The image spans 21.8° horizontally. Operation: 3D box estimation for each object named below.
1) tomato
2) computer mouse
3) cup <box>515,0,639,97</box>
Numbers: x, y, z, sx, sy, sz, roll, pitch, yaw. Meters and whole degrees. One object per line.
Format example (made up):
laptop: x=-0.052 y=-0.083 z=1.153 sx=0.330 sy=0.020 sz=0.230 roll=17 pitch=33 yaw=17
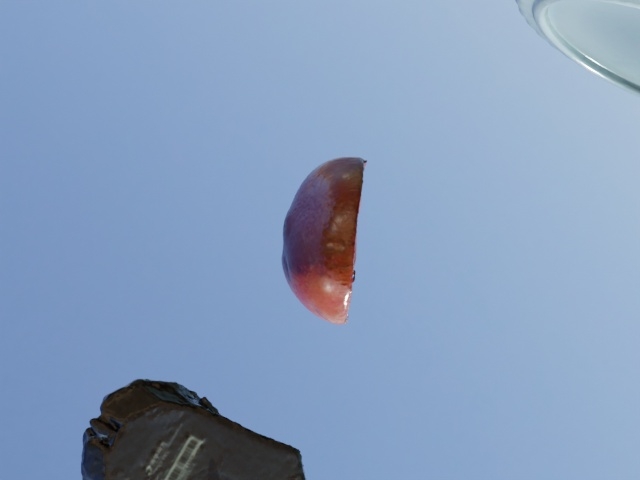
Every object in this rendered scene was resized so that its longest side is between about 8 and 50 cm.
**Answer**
tomato: x=0.000 y=0.000 z=1.495 sx=0.069 sy=0.155 sz=0.155 roll=7 pitch=-158 yaw=-1
computer mouse: x=-0.077 y=0.144 z=0.997 sx=0.172 sy=0.099 sz=0.057 roll=37 pitch=169 yaw=-27
cup: x=0.290 y=-0.246 z=1.124 sx=0.257 sy=0.311 sz=0.331 roll=24 pitch=173 yaw=-2
